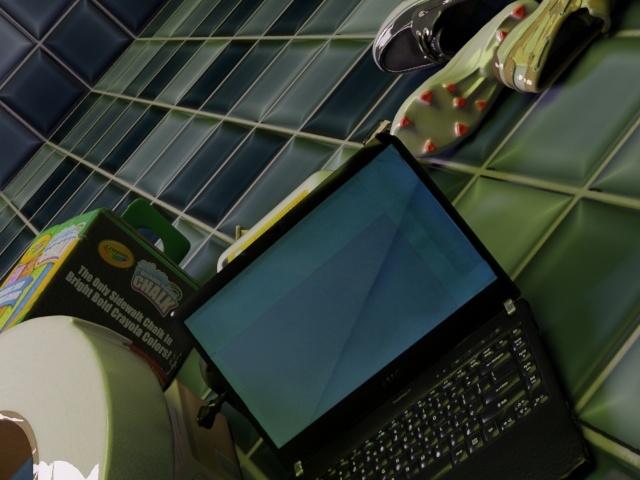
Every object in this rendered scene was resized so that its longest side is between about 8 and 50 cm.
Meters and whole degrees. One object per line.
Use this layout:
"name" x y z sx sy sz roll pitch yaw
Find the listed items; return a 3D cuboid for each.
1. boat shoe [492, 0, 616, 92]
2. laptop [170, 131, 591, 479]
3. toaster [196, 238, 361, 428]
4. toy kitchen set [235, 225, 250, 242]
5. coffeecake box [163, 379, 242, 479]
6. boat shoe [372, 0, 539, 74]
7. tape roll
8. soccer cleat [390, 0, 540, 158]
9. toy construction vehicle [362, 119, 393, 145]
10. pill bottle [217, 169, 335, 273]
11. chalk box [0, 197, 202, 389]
"boat shoe" 0.240 -0.209 1.092 0.190 0.068 0.072 -55 36 2
"laptop" 0.023 0.096 0.829 0.234 0.136 0.264 -41 28 19
"toaster" -0.009 0.059 1.004 0.227 0.129 0.146 -42 18 19
"toy kitchen set" -0.048 0.032 1.263 0.068 0.075 0.083 0 79 14
"coffeecake box" -0.160 0.235 1.060 0.185 0.068 0.142 -45 23 7
"boat shoe" 0.142 -0.225 1.283 0.228 0.080 0.076 -20 32 36
"tape roll" -0.270 0.252 1.018 0.392 0.072 0.392 -30 45 35
"soccer cleat" 0.145 -0.153 1.170 0.196 0.068 0.076 -45 7 3
"toy construction vehicle" 0.077 -0.086 1.224 0.098 0.035 0.086 -54 33 -8
"pill bottle" 0.000 0.000 1.115 0.184 0.103 0.103 -40 23 19
"chalk box" -0.256 0.088 1.348 0.179 0.180 0.289 -16 36 53
